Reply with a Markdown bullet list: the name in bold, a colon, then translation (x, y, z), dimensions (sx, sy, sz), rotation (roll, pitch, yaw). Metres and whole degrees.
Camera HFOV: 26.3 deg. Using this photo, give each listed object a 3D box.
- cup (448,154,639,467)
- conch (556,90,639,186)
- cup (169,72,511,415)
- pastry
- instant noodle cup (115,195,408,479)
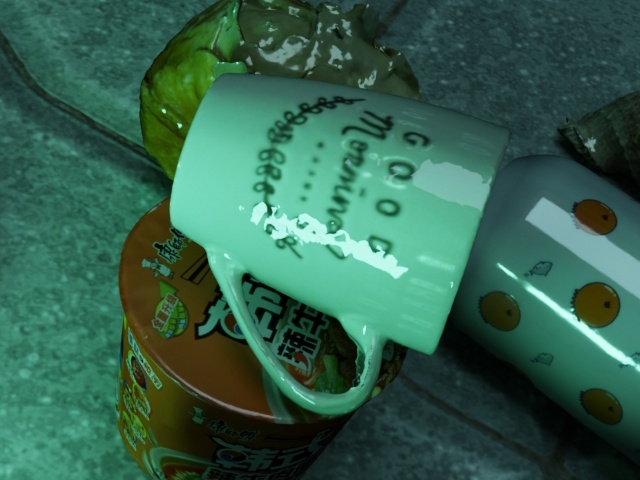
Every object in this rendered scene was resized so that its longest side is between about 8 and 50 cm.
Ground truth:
- **cup**: translation (0.278, 0.067, 1.328), dimensions (0.317, 0.212, 0.212), rotation (36, 49, 12)
- **conch**: translation (0.384, -0.114, 1.616), dimensions (0.207, 0.130, 0.155), rotation (7, 11, 14)
- **cup**: translation (0.000, 0.000, 1.068), dimensions (0.234, 0.186, 0.258), rotation (17, 75, 6)
- **pastry**: translation (-0.026, -0.090, 1.289), dimensions (0.329, 0.330, 0.136), rotation (30, 62, 6)
- **instant noodle cup**: translation (-0.065, 0.099, 1.188), dimensions (0.250, 0.192, 0.250), rotation (10, 49, -12)
